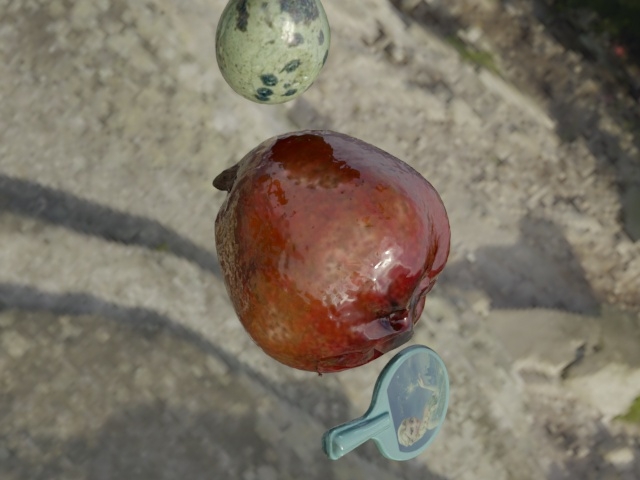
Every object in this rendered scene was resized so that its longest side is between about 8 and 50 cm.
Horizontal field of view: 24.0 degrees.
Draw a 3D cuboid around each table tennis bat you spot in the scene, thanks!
[{"bbox_3d":[0.088,0.219,1.905,0.237,0.038,0.149,-20,114,-45],"label":"table tennis bat"}]

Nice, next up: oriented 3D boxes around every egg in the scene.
[{"bbox_3d":[-0.056,-0.249,1.836,0.141,0.181,0.141,7,50,-9],"label":"egg"}]

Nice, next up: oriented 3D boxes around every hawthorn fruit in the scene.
[{"bbox_3d":[0.016,0.003,1.843,0.295,0.295,0.311,1,63,-45],"label":"hawthorn fruit"}]
